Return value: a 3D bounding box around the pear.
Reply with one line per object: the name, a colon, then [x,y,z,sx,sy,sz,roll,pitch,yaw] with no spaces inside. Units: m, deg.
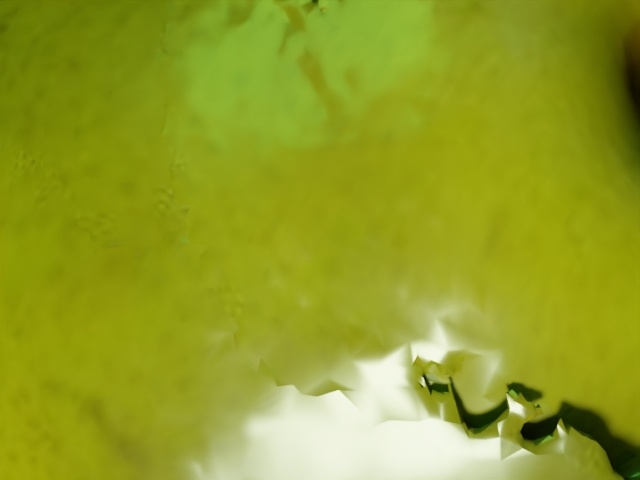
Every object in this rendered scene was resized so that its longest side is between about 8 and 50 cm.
pear: [0.012,-0.006,0.508,0.285,0.285,0.336,-46,9,-5]
